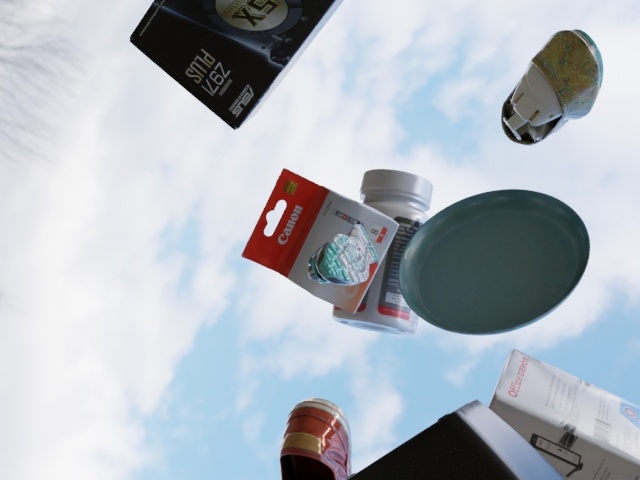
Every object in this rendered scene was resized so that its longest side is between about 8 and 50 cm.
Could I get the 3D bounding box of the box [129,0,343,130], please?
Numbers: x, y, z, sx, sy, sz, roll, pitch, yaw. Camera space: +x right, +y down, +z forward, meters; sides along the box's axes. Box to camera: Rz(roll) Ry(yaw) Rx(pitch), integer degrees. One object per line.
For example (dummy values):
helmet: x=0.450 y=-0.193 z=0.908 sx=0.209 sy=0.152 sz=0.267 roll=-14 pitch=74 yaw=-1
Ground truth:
box: x=-0.082 y=-0.232 z=0.903 sx=0.180 sy=0.147 sz=0.077 roll=-48 pitch=-176 yaw=23

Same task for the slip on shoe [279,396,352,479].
slip on shoe: x=0.003 y=0.376 z=1.225 sx=0.122 sy=0.332 sz=0.101 roll=3 pitch=-150 yaw=21

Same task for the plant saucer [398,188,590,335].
plant saucer: x=0.285 y=0.039 z=1.453 sx=0.317 sy=0.044 sz=0.318 roll=-15 pitch=-138 yaw=13

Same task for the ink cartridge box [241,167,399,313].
ink cartridge box: x=0.000 y=0.000 z=1.227 sx=0.146 sy=0.179 sz=0.045 roll=-64 pitch=-168 yaw=7

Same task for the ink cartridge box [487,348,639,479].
ink cartridge box: x=0.316 y=0.243 z=1.141 sx=0.148 sy=0.203 sz=0.086 roll=-41 pitch=152 yaw=-62

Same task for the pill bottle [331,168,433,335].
pill bottle: x=0.122 y=0.023 z=1.629 sx=0.161 sy=0.161 sz=0.284 roll=-1 pitch=-106 yaw=50

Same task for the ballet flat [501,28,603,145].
ballet flat: x=0.341 y=-0.216 z=1.349 sx=0.123 sy=0.123 sz=0.348 roll=-56 pitch=174 yaw=-2

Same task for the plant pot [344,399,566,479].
plant pot: x=0.123 y=0.246 z=0.770 sx=0.187 sy=0.188 sz=0.167 roll=-35 pitch=-106 yaw=13

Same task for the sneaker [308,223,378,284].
sneaker: x=0.017 y=0.030 z=1.039 sx=0.076 sy=0.065 sz=0.166 roll=-30 pitch=178 yaw=16
